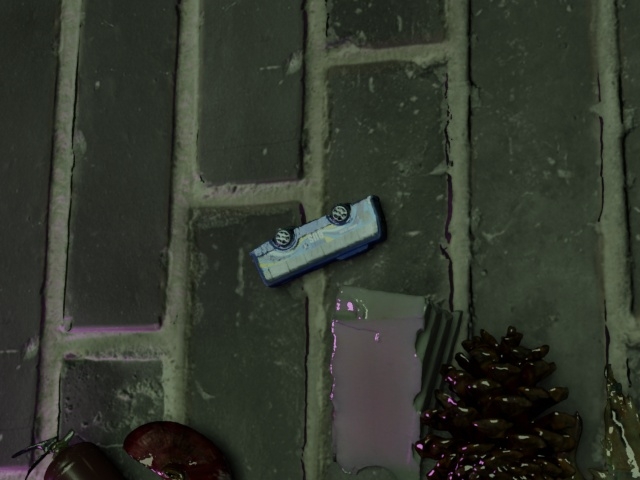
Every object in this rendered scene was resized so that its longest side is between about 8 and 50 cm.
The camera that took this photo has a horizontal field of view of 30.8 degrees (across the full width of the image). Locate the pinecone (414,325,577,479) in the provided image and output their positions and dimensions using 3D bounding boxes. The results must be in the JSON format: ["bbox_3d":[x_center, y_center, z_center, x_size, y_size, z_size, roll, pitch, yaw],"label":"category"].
[{"bbox_3d":[0.266,0.279,1.755,0.244,0.244,0.309,1,57,18],"label":"pinecone"}]

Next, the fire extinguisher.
[{"bbox_3d":[-0.379,0.451,1.969,0.135,0.114,0.337,-38,68,-16],"label":"fire extinguisher"}]

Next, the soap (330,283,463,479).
[{"bbox_3d":[0.093,0.225,1.795,0.159,0.258,0.302,12,83,18],"label":"soap"}]

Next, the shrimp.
[{"bbox_3d":[0.428,0.322,1.777,0.145,0.059,0.254,-19,78,23],"label":"shrimp"}]

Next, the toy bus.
[{"bbox_3d":[0.001,0.002,1.973,0.237,0.079,0.094,-23,89,12],"label":"toy bus"}]

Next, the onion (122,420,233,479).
[{"bbox_3d":[-0.227,0.363,1.934,0.206,0.151,0.098,34,75,5],"label":"onion"}]
